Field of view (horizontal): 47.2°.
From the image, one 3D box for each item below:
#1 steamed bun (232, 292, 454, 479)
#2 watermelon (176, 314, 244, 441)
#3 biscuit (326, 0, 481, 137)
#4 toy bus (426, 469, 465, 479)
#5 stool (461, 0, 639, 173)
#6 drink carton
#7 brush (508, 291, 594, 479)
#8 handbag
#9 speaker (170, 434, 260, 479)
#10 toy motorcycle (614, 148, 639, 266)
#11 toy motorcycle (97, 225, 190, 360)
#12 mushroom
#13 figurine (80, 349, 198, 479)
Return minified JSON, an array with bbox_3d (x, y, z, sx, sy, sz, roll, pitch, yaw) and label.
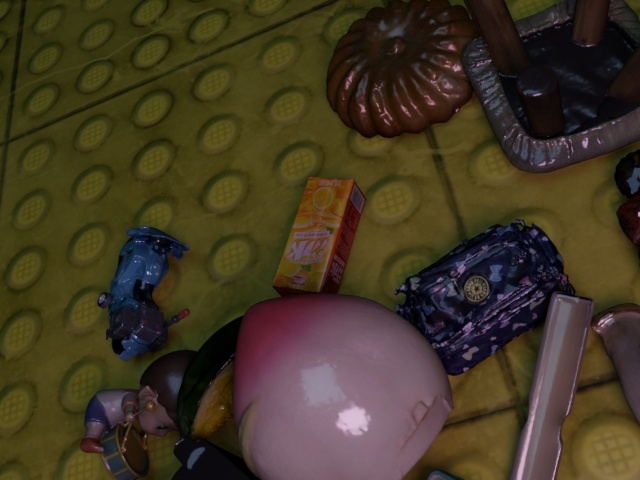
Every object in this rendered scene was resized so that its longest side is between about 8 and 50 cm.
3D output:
[{"bbox_3d":[0.003,0.195,0.989,0.309,0.309,0.309,-12,56,18],"label":"steamed bun"},{"bbox_3d":[-0.101,0.184,1.125,0.301,0.129,0.123,-28,19,-27],"label":"watermelon"},{"bbox_3d":[0.153,-0.346,1.408,0.326,0.107,0.325,-12,59,21],"label":"biscuit"},{"bbox_3d":[0.238,0.385,0.912,0.262,0.091,0.109,20,79,31],"label":"toy bus"},{"bbox_3d":[0.402,-0.309,1.163,0.310,0.226,0.310,-22,62,3],"label":"stool"},{"bbox_3d":[0.000,0.000,1.280,0.096,0.071,0.222,4,64,26],"label":"drink carton"},{"bbox_3d":[0.310,0.231,0.991,0.060,0.050,0.321,11,80,31],"label":"brush"},{"bbox_3d":[0.238,0.077,1.098,0.260,0.113,0.162,-34,47,11],"label":"handbag"},{"bbox_3d":[-0.129,0.438,1.000,0.254,0.184,0.232,27,74,38],"label":"speaker"},{"bbox_3d":[0.573,-0.016,0.979,0.401,0.134,0.207,16,68,39],"label":"toy motorcycle"},{"bbox_3d":[-0.326,0.081,1.359,0.182,0.124,0.272,-32,47,31],"label":"toy motorcycle"},{"bbox_3d":[0.438,0.183,0.961,0.116,0.093,0.225,-27,42,-10],"label":"mushroom"},{"bbox_3d":[-0.242,0.269,1.182,0.276,0.161,0.158,-29,77,8],"label":"figurine"}]
